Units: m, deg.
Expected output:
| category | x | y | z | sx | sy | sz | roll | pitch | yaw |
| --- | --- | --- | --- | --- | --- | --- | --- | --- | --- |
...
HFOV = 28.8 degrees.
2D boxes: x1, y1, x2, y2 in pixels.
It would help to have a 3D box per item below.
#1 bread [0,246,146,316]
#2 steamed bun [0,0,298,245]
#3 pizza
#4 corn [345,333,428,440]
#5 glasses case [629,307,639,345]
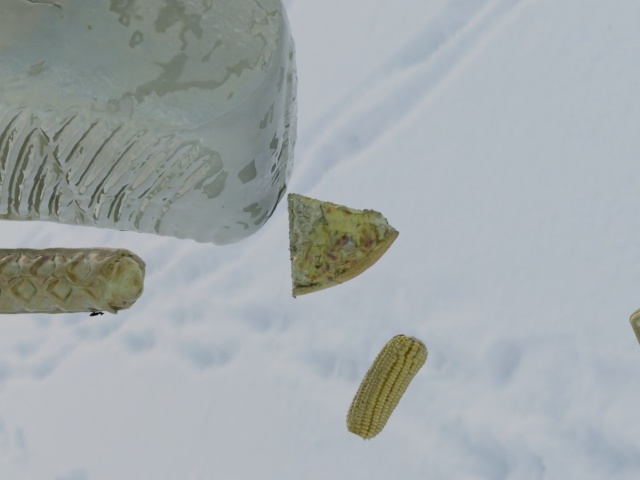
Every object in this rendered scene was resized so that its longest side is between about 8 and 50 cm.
| category | x | y | z | sx | sy | sz | roll | pitch | yaw |
| --- | --- | --- | --- | --- | --- | --- | --- | --- | --- |
| bread | -0.366 | 0.044 | 1.374 | 0.084 | 0.367 | 0.077 | -75 | -22 | -48 |
| steamed bun | -0.202 | -0.142 | 0.875 | 0.247 | 0.383 | 0.236 | 100 | 176 | -63 |
| pizza | 0.000 | 0.000 | 1.119 | 0.123 | 0.108 | 0.026 | -34 | 30 | 20 |
| corn | 0.051 | 0.115 | 0.982 | 0.092 | 0.037 | 0.037 | -62 | 23 | 1 |
| glasses case | 0.541 | 0.197 | 1.870 | 0.079 | 0.234 | 0.064 | -24 | 15 | 18 |
